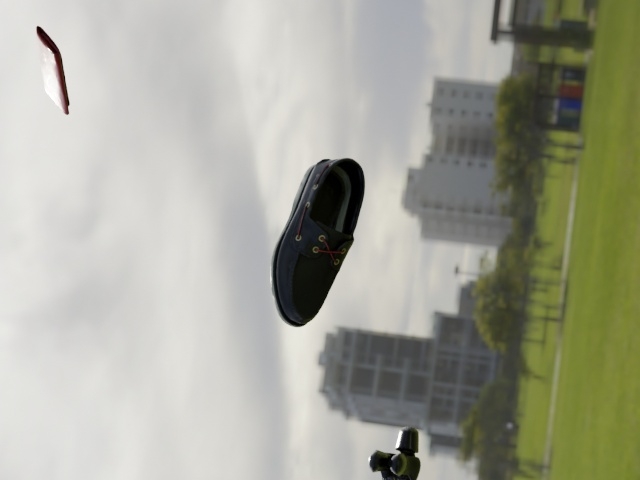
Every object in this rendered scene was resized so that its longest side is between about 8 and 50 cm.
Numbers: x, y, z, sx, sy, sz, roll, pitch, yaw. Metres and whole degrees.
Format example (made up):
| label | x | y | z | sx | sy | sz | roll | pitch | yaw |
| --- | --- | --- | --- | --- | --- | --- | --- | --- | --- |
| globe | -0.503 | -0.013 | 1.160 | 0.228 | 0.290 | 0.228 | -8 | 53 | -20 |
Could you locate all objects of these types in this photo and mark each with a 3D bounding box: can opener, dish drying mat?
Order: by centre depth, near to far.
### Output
| label | x | y | z | sx | sy | sz | roll | pitch | yaw |
| --- | --- | --- | --- | --- | --- | --- | --- | --- | --- |
| dish drying mat | -0.205 | -0.130 | 0.970 | 0.008 | 0.032 | 0.083 | -36 | -18 | -20 |
| can opener | 0.083 | 0.262 | 1.506 | 0.186 | 0.059 | 0.073 | 24 | -118 | -76 |

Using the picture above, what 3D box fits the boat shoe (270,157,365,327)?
| label | x | y | z | sx | sy | sz | roll | pitch | yaw |
| --- | --- | --- | --- | --- | --- | --- | --- | --- | --- |
| boat shoe | -0.001 | -0.001 | 0.931 | 0.042 | 0.049 | 0.133 | -14 | 55 | 55 |
